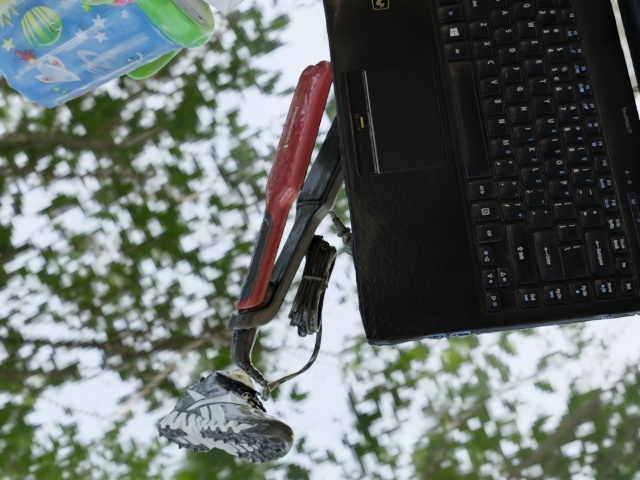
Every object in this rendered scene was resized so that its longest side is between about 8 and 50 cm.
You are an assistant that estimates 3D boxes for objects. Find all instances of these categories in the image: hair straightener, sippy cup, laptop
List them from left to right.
[{"bbox_3d":[-0.278,-0.278,1.702,0.305,0.224,0.240,52,-167,-30],"label":"sippy cup"},{"bbox_3d":[0.000,0.000,0.974,0.089,0.047,0.231,24,-109,-30],"label":"hair straightener"},{"bbox_3d":[0.138,-0.090,0.756,0.137,0.264,0.234,82,-178,-61],"label":"laptop"}]

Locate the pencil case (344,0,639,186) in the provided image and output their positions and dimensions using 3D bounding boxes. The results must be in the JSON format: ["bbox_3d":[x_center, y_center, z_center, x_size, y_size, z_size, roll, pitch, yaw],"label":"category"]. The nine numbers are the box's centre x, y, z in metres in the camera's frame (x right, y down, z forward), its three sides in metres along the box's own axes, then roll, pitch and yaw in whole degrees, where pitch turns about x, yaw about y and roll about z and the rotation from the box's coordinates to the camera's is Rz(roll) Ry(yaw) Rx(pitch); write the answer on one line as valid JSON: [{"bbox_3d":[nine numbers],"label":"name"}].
[{"bbox_3d":[0.178,-0.147,1.085,0.183,0.410,0.160,6,-130,-45],"label":"pencil case"}]

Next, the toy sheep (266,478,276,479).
[{"bbox_3d":[-0.063,0.259,1.206,0.091,0.091,0.132,33,-106,-52],"label":"toy sheep"}]

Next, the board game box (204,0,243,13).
[{"bbox_3d":[-0.002,-0.435,1.545,0.066,0.318,0.318,33,-140,10],"label":"board game box"}]

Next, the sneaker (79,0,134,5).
[{"bbox_3d":[-0.200,-0.357,1.096,0.202,0.185,0.483,54,175,29],"label":"sneaker"}]

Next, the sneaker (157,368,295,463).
[{"bbox_3d":[-0.101,0.196,1.702,0.078,0.234,0.106,38,-114,-28],"label":"sneaker"}]
